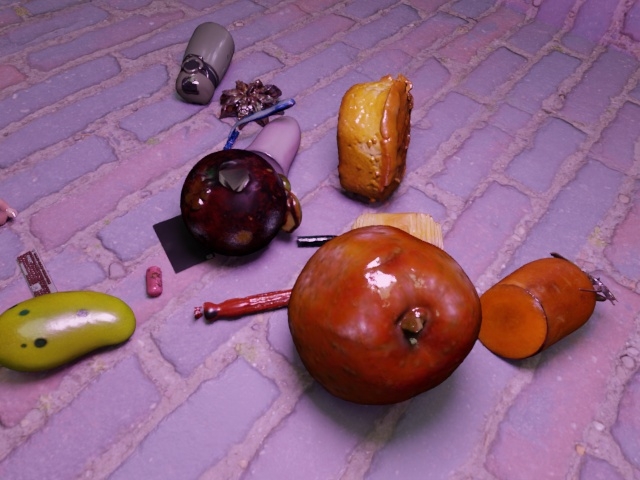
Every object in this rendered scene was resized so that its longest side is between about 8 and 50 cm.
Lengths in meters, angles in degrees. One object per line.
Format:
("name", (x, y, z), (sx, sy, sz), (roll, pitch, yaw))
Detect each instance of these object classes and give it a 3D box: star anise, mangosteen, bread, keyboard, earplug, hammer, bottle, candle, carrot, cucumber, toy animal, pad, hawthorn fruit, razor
("star anise", (-0.252, -0.511, 1.524), (0.223, 0.108, 0.236), (29, 59, 20))
("mangosteen", (-0.217, -0.101, 1.128), (0.312, 0.311, 0.310), (2, 54, -3))
("bread", (0.162, -0.305, 1.253), (0.205, 0.357, 0.336), (7, 38, 11))
("keyboard", (-0.735, 0.088, 1.095), (0.055, 0.017, 0.166), (-31, 62, -24))
("earplug", (-0.143, -0.303, 1.352), (0.173, 0.172, 0.301), (15, 49, 6))
("hammer", (-0.431, 0.106, 1.095), (0.043, 0.043, 0.083), (-11, 54, -12))
("bottle", (-0.433, -0.650, 1.571), (0.169, 0.168, 0.346), (7, 56, 0))
("candle", (-0.154, 0.159, 1.073), (0.330, 0.048, 0.051), (-9, 47, -12))
("carrot", (0.565, 0.143, 1.051), (0.332, 0.214, 0.193), (-20, 59, -22))
("cucumber", (0.000, 0.000, 1.214), (0.133, 0.032, 0.032), (-2, 54, -8))
("toy animal", (-0.907, -0.058, 1.149), (0.089, 0.083, 0.150), (14, 69, 31))
("pad", (-0.390, 0.000, 1.196), (0.116, 0.004, 0.193), (-25, 60, -21))
("bread", (0.203, 0.014, 1.131), (0.251, 0.178, 0.133), (7, 57, 0))
("hawthorn fruit", (0.130, 0.156, 0.878), (0.404, 0.402, 0.402), (2, 54, -3))
("razor", (-0.206, -0.381, 1.334), (0.325, 0.056, 0.093), (-17, 42, 40))

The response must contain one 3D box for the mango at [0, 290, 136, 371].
("mango", (-0.580, 0.198, 0.958), (0.294, 0.142, 0.175), (-9, 56, -22))
